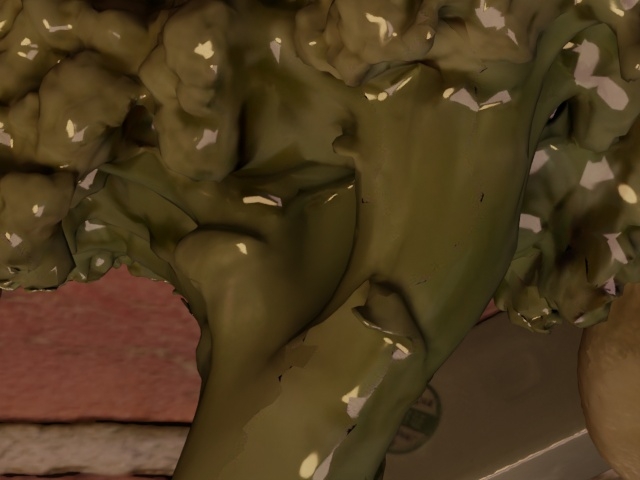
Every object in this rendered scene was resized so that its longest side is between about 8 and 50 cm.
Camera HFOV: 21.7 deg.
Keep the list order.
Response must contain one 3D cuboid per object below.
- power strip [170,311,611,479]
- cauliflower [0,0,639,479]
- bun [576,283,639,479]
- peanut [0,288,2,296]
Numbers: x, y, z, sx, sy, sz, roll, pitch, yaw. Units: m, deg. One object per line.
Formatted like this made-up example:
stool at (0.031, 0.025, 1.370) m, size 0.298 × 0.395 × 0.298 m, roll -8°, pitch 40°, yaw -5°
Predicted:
power strip at (0.023, 0.132, 0.890) m, size 0.385 × 0.091 × 0.062 m, roll -28°, pitch 139°, yaw 12°
cauliflower at (-0.009, -0.021, 0.586) m, size 0.260 × 0.281 × 0.327 m, roll 40°, pitch 137°, yaw -9°
bun at (0.231, 0.029, 0.744) m, size 0.259 × 0.160 × 0.259 m, roll -6°, pitch 109°, yaw -19°
peanut at (-0.157, 0.016, 0.744) m, size 0.037 × 0.037 × 0.083 m, roll 7°, pitch 131°, yaw -25°
